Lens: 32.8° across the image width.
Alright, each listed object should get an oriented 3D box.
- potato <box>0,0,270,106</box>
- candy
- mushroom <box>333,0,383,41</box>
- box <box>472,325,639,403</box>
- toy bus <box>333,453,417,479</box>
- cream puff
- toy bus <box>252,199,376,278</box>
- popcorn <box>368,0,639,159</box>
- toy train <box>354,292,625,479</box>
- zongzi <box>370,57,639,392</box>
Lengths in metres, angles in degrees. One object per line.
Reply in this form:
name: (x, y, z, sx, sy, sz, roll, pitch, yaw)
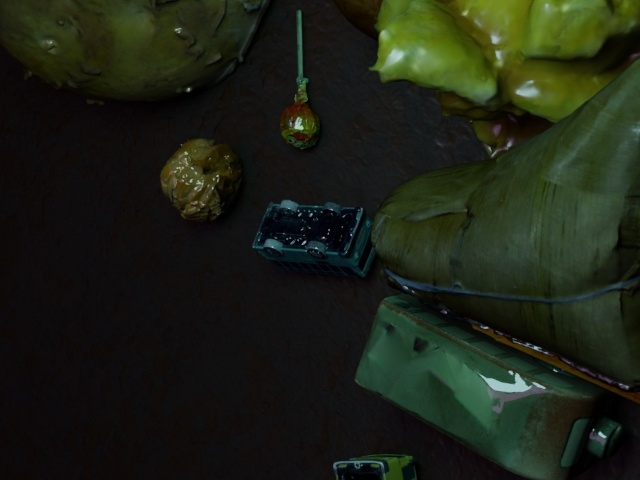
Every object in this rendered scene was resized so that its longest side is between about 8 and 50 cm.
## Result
potato: (-0.314, -0.385, 1.545, 0.442, 0.319, 0.385, -47, 68, 38)
candy: (-0.029, -0.226, 1.520, 0.060, 0.060, 0.201, -7, 78, 37)
mushroom: (0.136, -0.350, 1.351, 0.208, 0.301, 0.233, 104, 159, -45)
box: (0.317, 0.087, 1.201, 0.269, 0.043, 0.152, 24, 59, 36)
toy bus: (0.080, 0.359, 1.393, 0.088, 0.101, 0.175, -9, 89, 37)
cream puff: (-0.168, -0.084, 1.584, 0.104, 0.119, 0.133, 18, 128, 18)
toy bus: (0.000, 0.000, 1.463, 0.160, 0.092, 0.079, 3, 63, 37)
popcorn: (0.203, -0.244, 1.147, 0.325, 0.321, 0.290, 25, 91, 45)
toy train: (0.194, 0.167, 1.276, 0.326, 0.159, 0.129, 27, 108, 34)
zongzi: (0.192, -0.056, 1.078, 0.356, 0.174, 0.393, 18, 143, 34)
